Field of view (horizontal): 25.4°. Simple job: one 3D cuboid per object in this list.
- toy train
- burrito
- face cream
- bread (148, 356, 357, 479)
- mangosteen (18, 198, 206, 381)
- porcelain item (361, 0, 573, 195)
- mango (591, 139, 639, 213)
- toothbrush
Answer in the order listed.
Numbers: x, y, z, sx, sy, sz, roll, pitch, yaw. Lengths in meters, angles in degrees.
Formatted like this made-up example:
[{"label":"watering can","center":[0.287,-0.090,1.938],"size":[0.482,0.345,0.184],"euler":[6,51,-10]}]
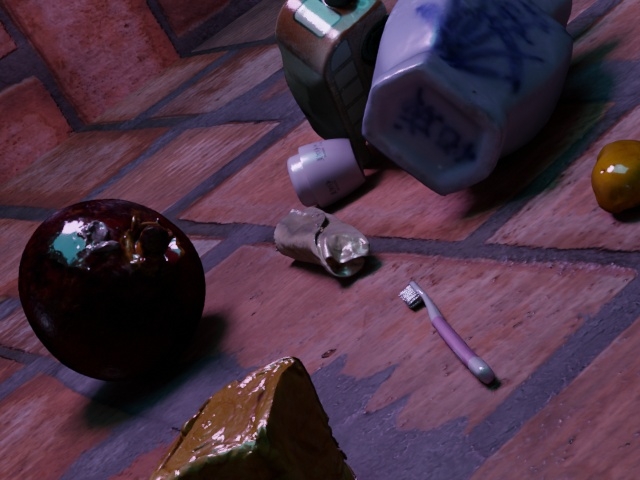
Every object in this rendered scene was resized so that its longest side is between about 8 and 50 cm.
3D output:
[{"label":"toy train","center":[0.037,-0.242,1.963],"size":[0.159,0.326,0.129],"euler":[-44,60,-11]},{"label":"burrito","center":[0.000,0.000,1.774],"size":[0.087,0.060,0.226],"euler":[-30,17,-12]},{"label":"face cream","center":[0.008,-0.095,1.961],"size":[0.095,0.091,0.091],"euler":[-21,20,8]},{"label":"bread","center":[-0.057,0.208,1.217],"size":[0.149,0.143,0.158],"euler":[-27,15,13]},{"label":"mangosteen","center":[-0.240,0.042,1.735],"size":[0.261,0.235,0.235],"euler":[-42,6,47]},{"label":"porcelain item","center":[0.190,-0.224,1.792],"size":[0.178,0.243,0.405],"euler":[-50,5,38]},{"label":"mango","center":[0.316,-0.070,1.470],"size":[0.080,0.060,0.114],"euler":[-26,15,7]},{"label":"toothbrush","center":[0.123,0.090,1.425],"size":[0.025,0.020,0.286],"euler":[-40,18,1]}]
